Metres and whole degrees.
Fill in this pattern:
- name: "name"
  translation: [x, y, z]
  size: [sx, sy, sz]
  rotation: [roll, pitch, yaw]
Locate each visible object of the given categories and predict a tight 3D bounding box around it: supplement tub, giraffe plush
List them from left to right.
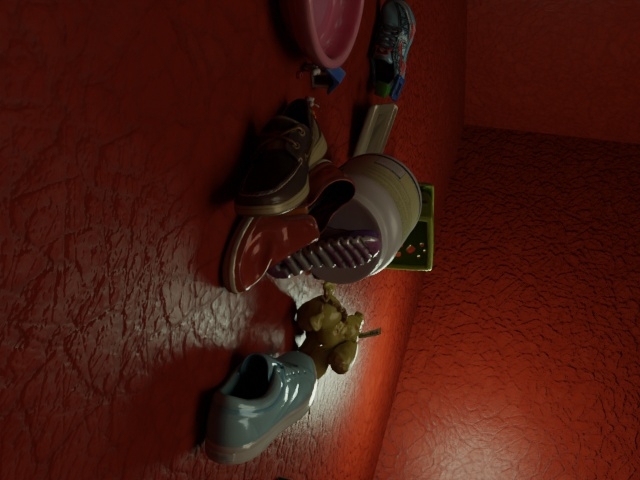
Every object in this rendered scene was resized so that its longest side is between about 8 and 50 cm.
- name: "giraffe plush"
  translation: [0.014, 0.201, 1.469]
  size: [0.171, 0.210, 0.181]
  rotation: [54, 11, -35]
- name: "supplement tub"
  translation: [0.087, -0.055, 1.408]
  size: [0.325, 0.235, 0.236]
  rotation: [-43, 140, -62]

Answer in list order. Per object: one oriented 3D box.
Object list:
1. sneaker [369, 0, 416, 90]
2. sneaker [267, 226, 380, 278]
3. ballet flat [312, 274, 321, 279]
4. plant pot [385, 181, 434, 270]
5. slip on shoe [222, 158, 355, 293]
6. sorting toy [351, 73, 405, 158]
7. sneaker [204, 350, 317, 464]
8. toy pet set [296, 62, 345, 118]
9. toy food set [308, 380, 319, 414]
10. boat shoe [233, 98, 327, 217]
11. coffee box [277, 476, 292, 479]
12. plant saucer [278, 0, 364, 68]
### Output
- name: "sneaker"
  translation: [0.191, -0.523, 1.692]
  size: [0.125, 0.104, 0.262]
  rotation: [-45, 141, -58]
- name: "sneaker"
  translation: [0.000, 0.000, 1.221]
  size: [0.095, 0.236, 0.105]
  rotation: [63, 22, -51]
- name: "ballet flat"
  translation: [-0.001, 0.042, 1.517]
  size: [0.041, 0.041, 0.115]
  rotation: [-22, 120, -69]
- name: "plant pot"
  translation: [0.246, -0.061, 1.940]
  size: [0.228, 0.226, 0.207]
  rotation: [81, 19, -44]
- name: "slip on shoe"
  translation: [-0.054, -0.027, 1.129]
  size: [0.331, 0.101, 0.123]
  rotation: [-46, 145, -29]
- name: "sorting toy"
  translation: [0.139, -0.293, 1.720]
  size: [0.196, 0.047, 0.348]
  rotation: [-26, 137, -63]
- name: "sneaker"
  translation: [-0.093, 0.274, 1.200]
  size: [0.366, 0.135, 0.150]
  rotation: [-38, 139, -66]
- name: "toy pet set"
  translation: [0.006, -0.314, 1.290]
  size: [0.122, 0.065, 0.114]
  rotation: [84, 24, -42]
- name: "toy food set"
  translation: [-0.024, 0.404, 1.678]
  size: [0.122, 0.019, 0.078]
  rotation: [-68, 160, -55]
- name: "boat shoe"
  translation: [-0.070, -0.156, 1.076]
  size: [0.342, 0.123, 0.123]
  rotation: [-61, 147, -55]
- name: "coffee box"
  translation: [-0.103, 0.692, 1.555]
  size: [0.113, 0.040, 0.184]
  rotation: [64, 40, -62]
- name: "plant saucer"
  translation: [0.003, -0.492, 1.155]
  size: [0.332, 0.084, 0.333]
  rotation: [11, 90, -72]
